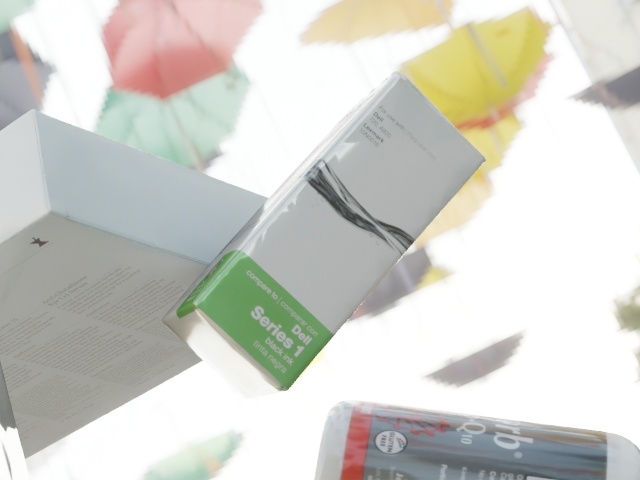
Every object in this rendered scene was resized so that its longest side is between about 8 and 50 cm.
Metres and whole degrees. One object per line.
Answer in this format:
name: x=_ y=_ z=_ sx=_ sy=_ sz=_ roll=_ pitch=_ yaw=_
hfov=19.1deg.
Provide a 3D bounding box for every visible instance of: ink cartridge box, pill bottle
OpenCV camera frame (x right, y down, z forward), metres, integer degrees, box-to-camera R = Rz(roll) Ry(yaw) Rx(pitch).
ink cartridge box: x=0.000 y=0.000 z=1.345 sx=0.219 sy=0.092 sz=0.160 roll=-48 pitch=5 yaw=-13
pill bottle: x=0.175 y=0.263 z=1.674 sx=0.363 sy=0.210 sz=0.210 roll=7 pitch=-18 yaw=4

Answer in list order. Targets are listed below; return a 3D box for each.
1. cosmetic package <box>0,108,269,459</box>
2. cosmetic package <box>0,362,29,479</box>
cosmetic package: x=-0.241 y=0.056 z=1.501 sx=0.377 sy=0.097 sz=0.284 roll=-30 pitch=-29 yaw=30
cosmetic package: x=-0.244 y=0.240 z=1.157 sx=0.156 sy=0.217 sz=0.385 roll=-10 pitch=-59 yaw=-2
